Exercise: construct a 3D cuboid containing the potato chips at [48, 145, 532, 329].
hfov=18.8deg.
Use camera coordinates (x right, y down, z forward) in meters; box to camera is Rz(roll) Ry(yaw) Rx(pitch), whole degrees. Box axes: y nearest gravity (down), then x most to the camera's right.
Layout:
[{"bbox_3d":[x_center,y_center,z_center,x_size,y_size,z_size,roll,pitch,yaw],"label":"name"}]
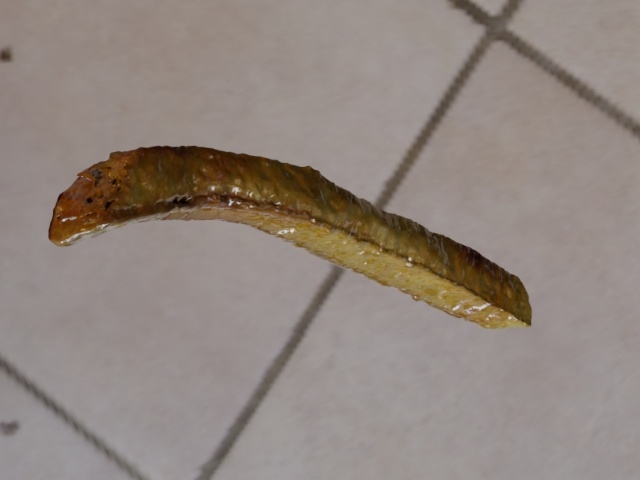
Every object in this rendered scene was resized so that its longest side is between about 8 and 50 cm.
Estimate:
[{"bbox_3d":[0.000,0.000,0.598,0.026,0.204,0.037,-8,75,40],"label":"potato chips"}]
